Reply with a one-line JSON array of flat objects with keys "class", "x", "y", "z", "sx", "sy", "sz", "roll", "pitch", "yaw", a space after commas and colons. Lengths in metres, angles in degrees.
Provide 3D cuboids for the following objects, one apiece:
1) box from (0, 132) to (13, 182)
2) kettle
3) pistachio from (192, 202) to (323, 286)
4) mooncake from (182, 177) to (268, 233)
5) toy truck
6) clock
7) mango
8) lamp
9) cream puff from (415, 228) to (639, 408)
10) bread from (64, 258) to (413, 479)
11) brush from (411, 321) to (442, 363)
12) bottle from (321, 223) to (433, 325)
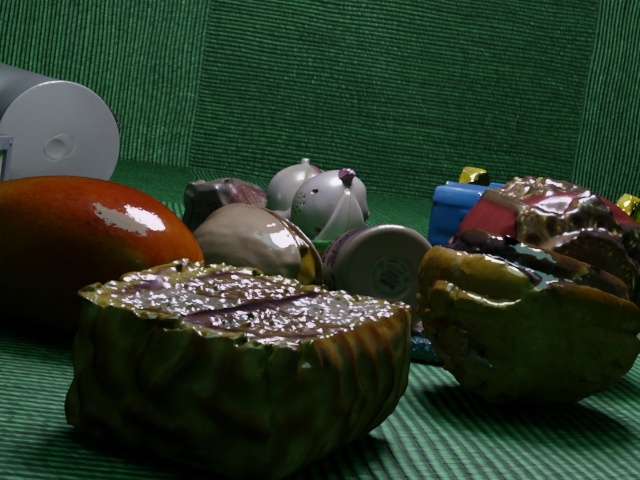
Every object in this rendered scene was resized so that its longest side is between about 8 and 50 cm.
[{"class": "box", "x": -0.397, "y": -0.049, "z": 1.343, "sx": 0.086, "sy": 0.129, "sz": 0.225, "roll": 8, "pitch": 6, "yaw": 3}, {"class": "kettle", "x": -0.487, "y": -0.164, "z": 1.983, "sx": 0.265, "sy": 0.205, "sz": 0.318, "roll": 7, "pitch": 8, "yaw": -36}, {"class": "pistachio", "x": -0.064, "y": 0.023, "z": 1.228, "sx": 0.149, "sy": 0.113, "sz": 0.113, "roll": 8, "pitch": 5, "yaw": 35}, {"class": "mooncake", "x": -0.098, "y": -0.004, "z": 1.351, "sx": 0.073, "sy": 0.125, "sz": 0.130, "roll": 15, "pitch": 11, "yaw": 18}, {"class": "toy truck", "x": 0.278, "y": 0.005, "z": 1.612, "sx": 0.161, "sy": 0.162, "sz": 0.385, "roll": 12, "pitch": 6, "yaw": 34}, {"class": "clock", "x": -0.006, "y": -0.023, "z": 1.572, "sx": 0.103, "sy": 0.144, "sz": 0.231, "roll": 7, "pitch": 5, "yaw": -28}, {"class": "mango", "x": -0.225, "y": 0.011, "z": 1.059, "sx": 0.289, "sy": 0.129, "sz": 0.146, "roll": 1, "pitch": 5, "yaw": 23}, {"class": "lamp", "x": 0.215, "y": 0.027, "z": 1.249, "sx": 0.177, "sy": 0.177, "sz": 0.274, "roll": 8, "pitch": 7, "yaw": -6}, {"class": "cream puff", "x": 0.158, "y": 0.067, "z": 1.016, "sx": 0.189, "sy": 0.129, "sz": 0.189, "roll": 16, "pitch": 0, "yaw": 0}, {"class": "bread", "x": -0.050, "y": 0.075, "z": 0.806, "sx": 0.181, "sy": 0.096, "sz": 0.222, "roll": 11, "pitch": 8, "yaw": 22}, {"class": "brush", "x": 0.097, "y": 0.091, "z": 1.237, "sx": 0.070, "sy": 0.021, "sz": 0.196, "roll": 7, "pitch": 4, "yaw": 3}, {"class": "bottle", "x": 0.043, "y": 0.038, "z": 1.255, "sx": 0.110, "sy": 0.097, "sz": 0.209, "roll": -33, "pitch": 3, "yaw": -8}]
